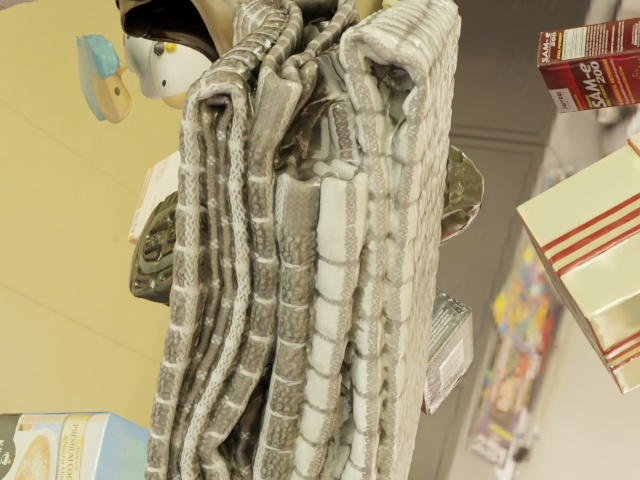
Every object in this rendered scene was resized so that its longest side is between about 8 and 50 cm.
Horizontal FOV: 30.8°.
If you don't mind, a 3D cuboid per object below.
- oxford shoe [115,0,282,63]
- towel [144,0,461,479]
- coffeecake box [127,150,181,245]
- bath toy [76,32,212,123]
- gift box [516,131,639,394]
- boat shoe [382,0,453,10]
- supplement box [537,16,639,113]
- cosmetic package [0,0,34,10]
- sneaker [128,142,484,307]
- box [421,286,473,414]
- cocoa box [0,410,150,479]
[{"bbox_3d":[-0.104,-0.182,0.729,0.096,0.227,0.083,-40,157,-14],"label":"oxford shoe"},{"bbox_3d":[-0.008,0.021,0.571,0.235,0.121,0.283,-63,158,-69],"label":"towel"},{"bbox_3d":[-0.232,-0.069,1.900,0.068,0.185,0.142,25,65,-27],"label":"coffeecake box"},{"bbox_3d":[-0.108,-0.244,1.338,0.348,0.151,0.129,-26,150,-24],"label":"bath toy"},{"bbox_3d":[0.458,0.039,1.565,0.258,0.276,0.255,-31,143,5],"label":"gift box"},{"bbox_3d":[0.129,-0.308,1.638,0.068,0.190,0.072,3,101,-13],"label":"boat shoe"},{"bbox_3d":[0.467,-0.271,1.776,0.130,0.239,0.073,48,45,-49],"label":"supplement box"},{"bbox_3d":[-0.321,-0.354,1.127,0.107,0.127,0.238,17,57,-72],"label":"cosmetic package"},{"bbox_3d":[0.000,0.000,0.809,0.130,0.286,0.109,37,53,-37],"label":"sneaker"},{"bbox_3d":[0.087,0.107,1.514,0.108,0.207,0.153,-49,154,-19],"label":"box"},{"bbox_3d":[-0.280,0.385,1.283,0.231,0.228,0.347,39,52,-49],"label":"cocoa box"}]
